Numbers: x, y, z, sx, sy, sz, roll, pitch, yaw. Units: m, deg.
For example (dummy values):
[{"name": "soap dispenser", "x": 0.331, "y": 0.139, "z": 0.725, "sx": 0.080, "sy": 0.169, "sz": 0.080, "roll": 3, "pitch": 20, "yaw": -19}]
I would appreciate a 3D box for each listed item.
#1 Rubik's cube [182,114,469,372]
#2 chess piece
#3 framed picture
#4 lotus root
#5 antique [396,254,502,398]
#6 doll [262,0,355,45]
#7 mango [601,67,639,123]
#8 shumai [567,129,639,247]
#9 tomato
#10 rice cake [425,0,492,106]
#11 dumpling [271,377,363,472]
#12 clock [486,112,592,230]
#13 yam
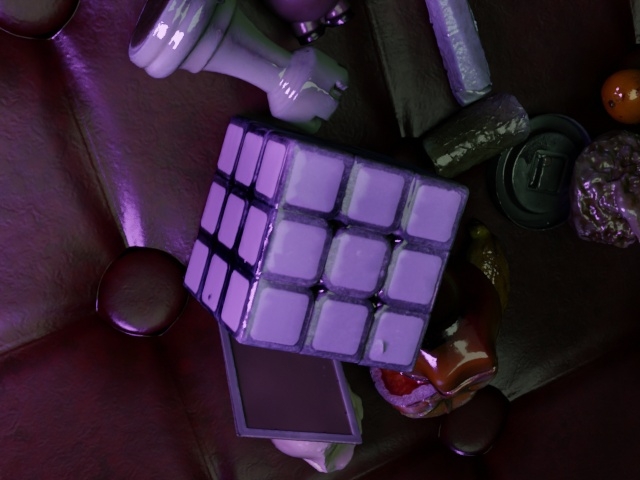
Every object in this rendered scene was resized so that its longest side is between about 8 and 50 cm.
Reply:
[{"name": "Rubik's cube", "x": 0.000, "y": 0.000, "z": 1.548, "sx": 0.305, "sy": 0.301, "sz": 0.303, "roll": 11, "pitch": 99, "yaw": -26}, {"name": "chess piece", "x": -0.110, "y": -0.276, "z": 1.482, "sx": 0.299, "sy": 0.194, "sz": 0.194, "roll": 27, "pitch": 92, "yaw": -24}, {"name": "framed picture", "x": -0.056, "y": 0.211, "z": 1.621, "sx": 0.217, "sy": 0.274, "sz": 0.017, "roll": 10, "pitch": 131, "yaw": -23}, {"name": "lotus root", "x": 0.292, "y": 0.058, "z": 1.808, "sx": 0.108, "sy": 0.094, "sz": 0.190, "roll": -8, "pitch": 104, "yaw": -57}, {"name": "antique", "x": 0.186, "y": 0.121, "z": 1.678, "sx": 0.224, "sy": 0.278, "sz": 0.129, "roll": -25, "pitch": 141, "yaw": 6}, {"name": "doll", "x": -0.052, "y": -0.425, "z": 1.518, "sx": 0.182, "sy": 0.117, "sz": 0.257, "roll": -32, "pitch": 116, "yaw": -6}, {"name": "mango", "x": 0.588, "y": -0.264, "z": 1.850, "sx": 0.159, "sy": 0.084, "sz": 0.105, "roll": -7, "pitch": 112, "yaw": -21}, {"name": "shumai", "x": 0.573, "y": -0.075, "z": 1.788, "sx": 0.256, "sy": 0.218, "sz": 0.189, "roll": -24, "pitch": 132, "yaw": -37}, {"name": "tomato", "x": 0.207, "y": 0.230, "z": 1.768, "sx": 0.214, "sy": 0.180, "sz": 0.155, "roll": -27, "pitch": 143, "yaw": 4}, {"name": "rice cake", "x": 0.212, "y": -0.383, "z": 1.670, "sx": 0.066, "sy": 0.063, "sz": 0.336, "roll": -25, "pitch": 112, "yaw": -12}, {"name": "dumpling", "x": -0.017, "y": 0.269, "z": 1.713, "sx": 0.258, "sy": 0.147, "sz": 0.193, "roll": 46, "pitch": 53, "yaw": -21}, {"name": "clock", "x": 0.399, "y": -0.125, "z": 1.829, "sx": 0.215, "sy": 0.042, "sz": 0.215, "roll": -6, "pitch": 106, "yaw": -22}, {"name": "yam", "x": 0.254, "y": -0.174, "z": 1.721, "sx": 0.183, "sy": 0.107, "sz": 0.107, "roll": -29, "pitch": 113, "yaw": -10}]
